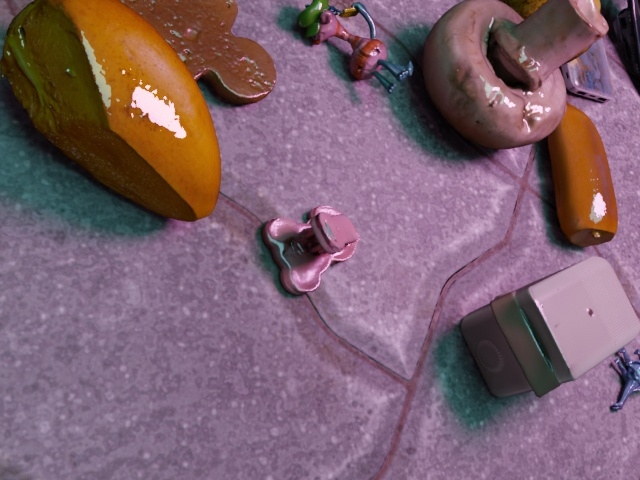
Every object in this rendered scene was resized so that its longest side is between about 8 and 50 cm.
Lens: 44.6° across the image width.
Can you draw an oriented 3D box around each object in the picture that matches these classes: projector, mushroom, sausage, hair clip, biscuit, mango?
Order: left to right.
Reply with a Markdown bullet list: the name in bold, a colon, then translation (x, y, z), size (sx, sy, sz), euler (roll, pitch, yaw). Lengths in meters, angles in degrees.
- **mango**: translation (-0.249, -0.170, 0.998), size (0.199, 0.201, 0.350), euler (-45, 107, -7)
- **biscuit**: translation (-0.199, -0.310, 1.167), size (0.301, 0.049, 0.197), euler (34, 61, -16)
- **hair clip**: translation (-0.009, 0.005, 1.169), size (0.123, 0.102, 0.138), euler (62, 21, 2)
- **mushroom**: translation (0.338, -0.311, 1.349), size (0.292, 0.290, 0.293), euler (16, 59, -29)
- **projector**: translation (0.359, 0.142, 1.249), size (0.242, 0.177, 0.163), euler (-21, 81, -37)
- **sausage**: translation (0.494, -0.149, 1.499), size (0.112, 0.112, 0.328), euler (10, 64, -28)

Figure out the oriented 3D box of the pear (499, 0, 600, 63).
- **pear**: translation (0.434, -0.436, 1.520), size (0.197, 0.197, 0.197), euler (12, 65, -27)

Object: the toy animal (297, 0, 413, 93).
- **toy animal**: translation (0.065, -0.335, 1.307), size (0.208, 0.100, 0.103), euler (38, 94, 1)

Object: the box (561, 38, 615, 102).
- **box**: translation (0.560, -0.438, 1.693), size (0.142, 0.044, 0.285), euler (7, 68, -34)

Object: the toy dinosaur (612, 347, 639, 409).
- **toy dinosaur**: translation (0.580, 0.236, 1.431), size (0.197, 0.045, 0.080), euler (-40, 107, -29)

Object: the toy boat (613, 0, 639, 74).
- **toy boat**: translation (0.735, -0.471, 1.754), size (0.114, 0.122, 0.296), euler (-29, 107, -40)
